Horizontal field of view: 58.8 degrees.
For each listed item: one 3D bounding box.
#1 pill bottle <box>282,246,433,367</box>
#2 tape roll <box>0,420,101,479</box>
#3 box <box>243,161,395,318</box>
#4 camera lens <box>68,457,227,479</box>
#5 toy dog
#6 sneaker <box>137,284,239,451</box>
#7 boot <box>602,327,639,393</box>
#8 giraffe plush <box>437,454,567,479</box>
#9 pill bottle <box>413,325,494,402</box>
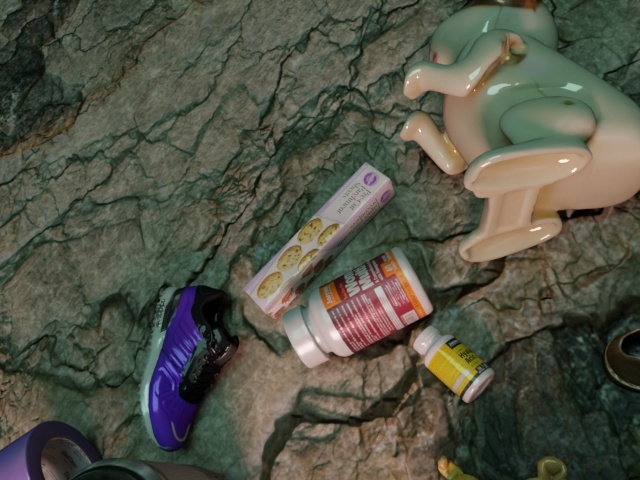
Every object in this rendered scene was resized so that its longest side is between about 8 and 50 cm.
[{"bbox_3d":[0.058,0.111,0.918,0.221,0.121,0.121,-29,60,5],"label":"pill bottle"},{"bbox_3d":[-0.439,0.398,0.927,0.080,0.189,0.189,-34,60,3],"label":"tape roll"},{"bbox_3d":[0.000,0.000,1.023,0.324,0.063,0.067,-45,61,-4],"label":"box"},{"bbox_3d":[-0.236,0.426,0.791,0.220,0.274,0.219,-8,64,16],"label":"camera lens"},{"bbox_3d":[0.314,-0.236,0.898,0.396,0.284,0.407,-19,59,10],"label":"toy dog"},{"bbox_3d":[-0.217,0.209,0.983,0.146,0.102,0.293,-7,64,16],"label":"sneaker"},{"bbox_3d":[0.536,0.166,0.725,0.306,0.115,0.112,3,65,20],"label":"boot"},{"bbox_3d":[0.250,0.371,0.728,0.171,0.181,0.210,-8,29,5],"label":"giraffe plush"},{"bbox_3d":[0.200,0.185,0.865,0.065,0.065,0.116,-47,60,-5],"label":"pill bottle"}]
